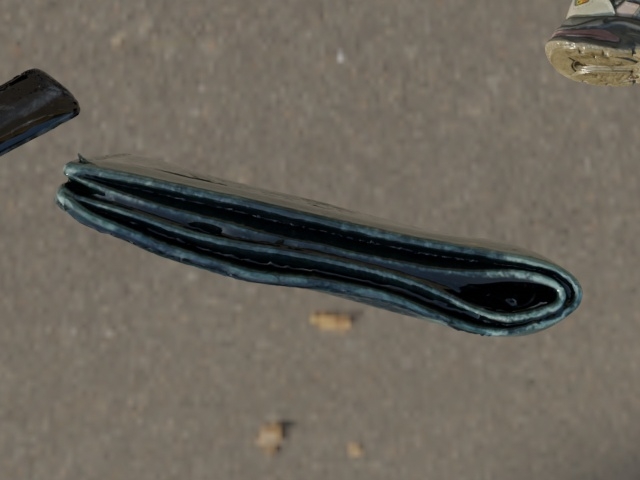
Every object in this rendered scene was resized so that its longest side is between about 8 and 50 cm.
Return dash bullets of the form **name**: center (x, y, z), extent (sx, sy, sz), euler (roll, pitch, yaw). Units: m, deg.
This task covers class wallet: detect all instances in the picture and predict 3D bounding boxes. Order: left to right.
- **wallet**: center (0.000, 0.001, 1.163), extent (0.290, 0.054, 0.251), euler (14, -179, 2)

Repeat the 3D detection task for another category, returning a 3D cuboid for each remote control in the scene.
- **remote control**: center (-0.153, -0.051, 0.880), extent (0.096, 0.039, 0.014), euler (-31, 145, -32)

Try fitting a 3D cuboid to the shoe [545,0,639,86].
- **shoe**: center (0.268, -0.173, 1.542), extent (0.180, 0.092, 0.089), euler (1, 159, 15)
